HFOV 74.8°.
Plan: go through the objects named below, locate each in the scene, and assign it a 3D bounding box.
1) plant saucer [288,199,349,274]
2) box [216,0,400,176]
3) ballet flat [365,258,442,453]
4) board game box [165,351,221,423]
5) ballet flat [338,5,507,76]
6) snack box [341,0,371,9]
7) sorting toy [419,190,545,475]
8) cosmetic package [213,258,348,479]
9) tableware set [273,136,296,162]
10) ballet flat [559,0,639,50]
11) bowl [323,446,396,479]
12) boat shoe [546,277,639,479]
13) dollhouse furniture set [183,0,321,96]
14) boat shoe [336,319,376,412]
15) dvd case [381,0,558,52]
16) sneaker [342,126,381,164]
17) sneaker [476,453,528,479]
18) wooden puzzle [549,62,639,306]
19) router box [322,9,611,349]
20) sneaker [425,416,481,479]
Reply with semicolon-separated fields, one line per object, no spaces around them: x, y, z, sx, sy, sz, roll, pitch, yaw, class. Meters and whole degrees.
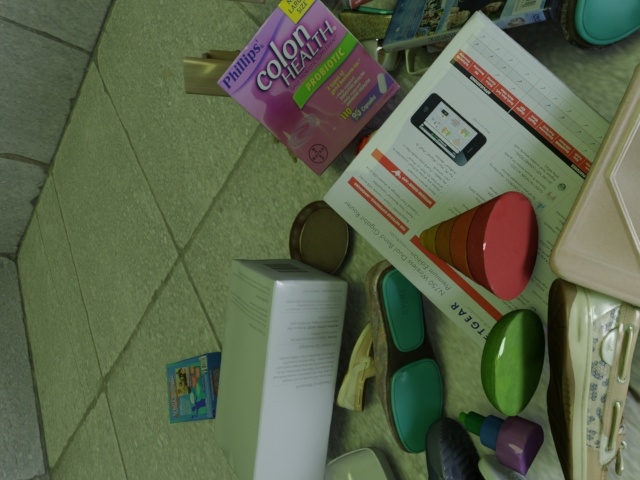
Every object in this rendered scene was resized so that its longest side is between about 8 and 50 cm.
0.000;0.000;0.884;0.168;0.029;0.169;-7;80;40;plant saucer
-0.020;-0.284;0.763;0.213;0.243;0.117;-45;16;13;box
0.132;0.181;0.690;0.106;0.107;0.316;-168;72;-72;ballet flat
-0.336;0.395;1.117;0.210;0.047;0.160;-23;70;37;board game box
0.153;-0.356;0.747;0.348;0.123;0.123;26;102;41;ballet flat
0.127;-0.472;0.764;0.178;0.022;0.064;-22;44;1;snack box
0.199;0.118;0.536;0.126;0.127;0.366;7;115;50;sorting toy
-0.086;0.241;0.797;0.217;0.156;0.386;17;102;57;cosmetic package
-0.054;-0.277;0.976;0.169;0.020;0.141;-46;55;29;tableware set
0.430;-0.471;0.459;0.182;0.163;0.483;-89;16;-48;ballet flat
0.083;0.443;0.734;0.142;0.053;0.142;-40;60;30;bowl
0.325;0.184;0.492;0.089;0.104;0.286;-4;104;15;boat shoe
-0.172;-0.515;0.853;0.256;0.361;0.395;-94;8;-63;dollhouse furniture set
0.083;0.232;0.765;0.059;0.063;0.170;20;97;18;boat shoe
0.216;-0.368;0.591;0.253;0.022;0.181;13;80;46;dvd case
0.108;-0.162;0.731;0.270;0.144;0.090;26;101;41;sneaker
0.271;0.411;0.552;0.217;0.079;0.121;44;112;36;sneaker
0.386;-0.039;0.430;0.220;0.044;0.239;20;98;8;wooden puzzle
0.221;-0.059;0.557;0.335;0.082;0.301;44;116;4;router box
0.185;0.432;0.608;0.131;0.112;0.319;-29;61;42;sneaker
